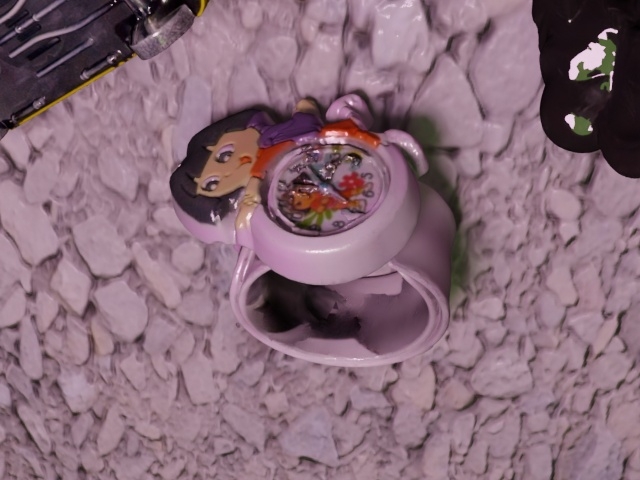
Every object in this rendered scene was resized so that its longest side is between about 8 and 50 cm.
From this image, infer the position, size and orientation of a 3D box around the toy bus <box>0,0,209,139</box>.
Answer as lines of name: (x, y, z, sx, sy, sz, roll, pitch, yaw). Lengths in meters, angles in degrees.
toy bus: (-0.238, -0.196, 0.821, 0.330, 0.152, 0.144, -23, 121, 28)

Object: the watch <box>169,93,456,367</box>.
watch: (0.000, 0.000, 0.907, 0.244, 0.196, 0.231, -3, 144, 16)

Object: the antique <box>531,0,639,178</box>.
antique: (0.307, -0.159, 0.691, 0.322, 0.185, 0.255, 21, 126, 15)
